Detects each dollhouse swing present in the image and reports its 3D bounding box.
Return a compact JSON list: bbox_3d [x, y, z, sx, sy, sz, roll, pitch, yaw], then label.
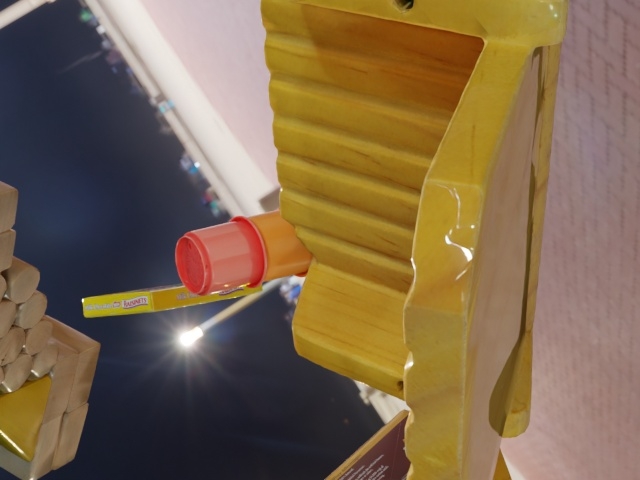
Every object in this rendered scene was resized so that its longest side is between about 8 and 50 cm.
[{"bbox_3d":[0.018,0.001,0.601,0.315,0.305,0.346,19,132,29],"label":"dollhouse swing"}]

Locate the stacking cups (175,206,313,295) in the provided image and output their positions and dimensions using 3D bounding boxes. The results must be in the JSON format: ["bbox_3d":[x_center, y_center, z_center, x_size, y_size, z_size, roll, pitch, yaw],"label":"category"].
[{"bbox_3d":[0.000,0.000,0.935,0.096,0.316,0.096,28,126,48],"label":"stacking cups"}]

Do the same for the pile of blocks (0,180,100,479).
[{"bbox_3d":[-0.214,0.019,0.402,0.113,0.149,0.362,23,147,19],"label":"pile of blocks"}]

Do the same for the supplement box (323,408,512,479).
[{"bbox_3d":[0.141,0.369,1.265,0.194,0.191,0.129,8,127,53],"label":"supplement box"}]

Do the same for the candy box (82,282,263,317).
[{"bbox_3d":[-0.169,0.065,1.047,0.206,0.105,0.027,-6,-94,-59],"label":"candy box"}]
